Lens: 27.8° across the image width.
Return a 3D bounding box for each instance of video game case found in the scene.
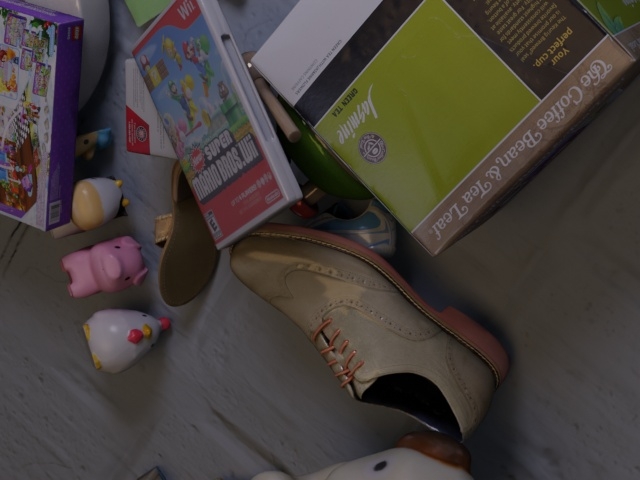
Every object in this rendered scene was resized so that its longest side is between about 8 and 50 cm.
[{"bbox_3d":[-0.131,-0.147,1.562,0.204,0.025,0.285,-31,82,57],"label":"video game case"}]

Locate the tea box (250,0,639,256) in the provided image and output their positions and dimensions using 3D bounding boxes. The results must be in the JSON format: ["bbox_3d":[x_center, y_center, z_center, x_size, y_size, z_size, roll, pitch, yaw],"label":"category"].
[{"bbox_3d":[0.164,-0.220,1.480,0.323,0.220,0.329,49,121,7],"label":"tea box"}]

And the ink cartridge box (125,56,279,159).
[{"bbox_3d":[-0.152,-0.178,1.712,0.176,0.127,0.128,11,109,26],"label":"ink cartridge box"}]

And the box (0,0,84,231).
[{"bbox_3d":[-0.425,-0.181,1.768,0.200,0.057,0.293,20,114,26],"label":"box"}]

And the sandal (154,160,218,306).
[{"bbox_3d":[-0.195,-0.028,1.825,0.079,0.088,0.240,48,137,47],"label":"sandal"}]

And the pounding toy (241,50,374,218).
[{"bbox_3d":[-0.032,-0.112,1.602,0.110,0.237,0.183,-39,52,16],"label":"pounding toy"}]

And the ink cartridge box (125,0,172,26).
[{"bbox_3d":[-0.247,-0.420,1.690,0.171,0.056,0.235,-26,89,31],"label":"ink cartridge box"}]

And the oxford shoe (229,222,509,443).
[{"bbox_3d":[0.048,0.113,1.629,0.397,0.146,0.140,28,140,2],"label":"oxford shoe"}]

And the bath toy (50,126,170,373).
[{"bbox_3d":[-0.312,0.019,1.870,0.151,0.129,0.348,-171,65,-73],"label":"bath toy"}]

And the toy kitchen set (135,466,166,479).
[{"bbox_3d":[-0.290,0.475,2.021,0.207,0.122,0.166,-35,87,11],"label":"toy kitchen set"}]

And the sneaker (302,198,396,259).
[{"bbox_3d":[0.000,0.000,1.726,0.237,0.085,0.086,-12,73,34],"label":"sneaker"}]

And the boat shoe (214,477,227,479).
[{"bbox_3d":[-0.138,0.385,1.923,0.190,0.068,0.072,-40,74,31],"label":"boat shoe"}]

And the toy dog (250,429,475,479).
[{"bbox_3d":[0.080,0.421,1.634,0.395,0.285,0.408,16,141,3],"label":"toy dog"}]

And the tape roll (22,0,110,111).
[{"bbox_3d":[-0.475,-0.328,1.831,0.392,0.072,0.392,9,110,26],"label":"tape roll"}]
